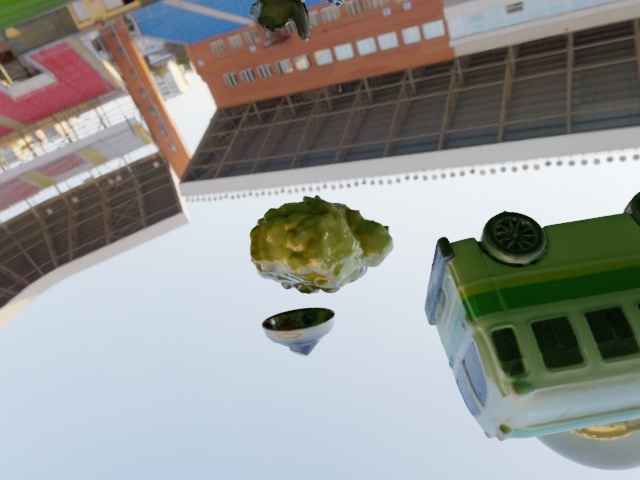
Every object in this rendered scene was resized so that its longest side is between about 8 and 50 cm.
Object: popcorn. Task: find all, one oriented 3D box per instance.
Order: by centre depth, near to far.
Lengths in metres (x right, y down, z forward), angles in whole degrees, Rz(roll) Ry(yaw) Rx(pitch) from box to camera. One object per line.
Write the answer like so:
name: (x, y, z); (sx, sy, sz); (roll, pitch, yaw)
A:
popcorn: (0.000, 0.000, 0.929); (0.265, 0.192, 0.233); (-5, 168, 8)

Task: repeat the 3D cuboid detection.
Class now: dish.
dish: (-0.036, 0.182, 0.947); (0.141, 0.078, 0.141); (-7, -173, 1)

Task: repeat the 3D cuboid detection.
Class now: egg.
egg: (0.315, 0.156, 0.628); (0.188, 0.188, 0.254); (-29, -108, -12)

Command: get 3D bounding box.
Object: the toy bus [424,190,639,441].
toy bus: (0.242, 0.063, 0.423); (0.275, 0.134, 0.165); (-9, -125, -1)

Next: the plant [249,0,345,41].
plant: (-0.031, -0.413, 0.768); (0.142, 0.203, 0.131); (29, -162, 39)
